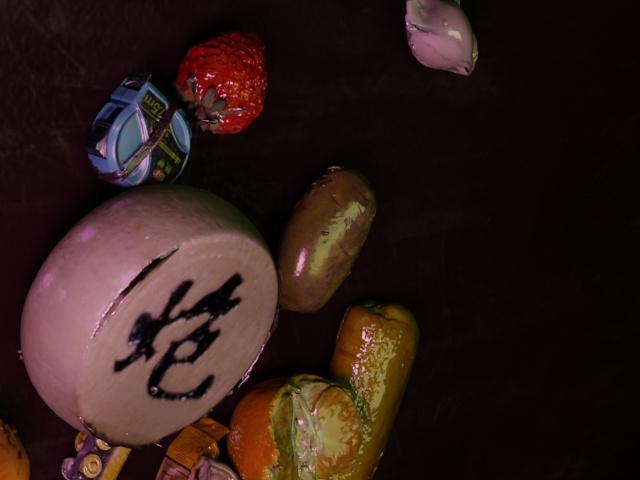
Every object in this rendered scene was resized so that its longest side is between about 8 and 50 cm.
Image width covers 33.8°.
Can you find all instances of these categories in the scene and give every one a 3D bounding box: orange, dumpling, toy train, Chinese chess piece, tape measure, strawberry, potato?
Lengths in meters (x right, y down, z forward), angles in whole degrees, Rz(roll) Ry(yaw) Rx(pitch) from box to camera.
[{"bbox_3d":[-0.054,0.300,1.656,0.237,0.158,0.179,-13,106,-50],"label":"orange"},{"bbox_3d":[0.197,-0.348,1.717,0.188,0.108,0.127,35,52,-35],"label":"dumpling"},{"bbox_3d":[-0.319,0.341,1.412,0.081,0.060,0.202,50,46,-31],"label":"toy train"},{"bbox_3d":[-0.211,0.099,1.361,0.349,0.146,0.349,-32,141,-31],"label":"Chinese chess piece"},{"bbox_3d":[-0.227,-0.127,1.350,0.146,0.081,0.125,-56,135,-14],"label":"tape measure"},{"bbox_3d":[-0.118,-0.213,1.405,0.148,0.131,0.131,-33,128,-25],"label":"strawberry"},{"bbox_3d":[0.000,0.000,1.634,0.149,0.113,0.251,25,95,-57],"label":"potato"}]

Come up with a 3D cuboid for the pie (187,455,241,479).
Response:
[{"bbox_3d":[-0.170,0.478,1.479,0.337,0.075,0.337,17,63,-39],"label":"pie"}]

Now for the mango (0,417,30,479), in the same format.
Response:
[{"bbox_3d":[-0.466,0.291,1.227,0.262,0.130,0.167,-8,117,-39],"label":"mango"}]

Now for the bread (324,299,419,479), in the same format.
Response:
[{"bbox_3d":[0.070,0.290,1.825,0.166,0.112,0.383,15,95,-50],"label":"bread"}]

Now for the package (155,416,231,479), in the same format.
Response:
[{"bbox_3d":[-0.194,0.329,1.584,0.047,0.071,0.131,27,87,-46],"label":"package"}]
